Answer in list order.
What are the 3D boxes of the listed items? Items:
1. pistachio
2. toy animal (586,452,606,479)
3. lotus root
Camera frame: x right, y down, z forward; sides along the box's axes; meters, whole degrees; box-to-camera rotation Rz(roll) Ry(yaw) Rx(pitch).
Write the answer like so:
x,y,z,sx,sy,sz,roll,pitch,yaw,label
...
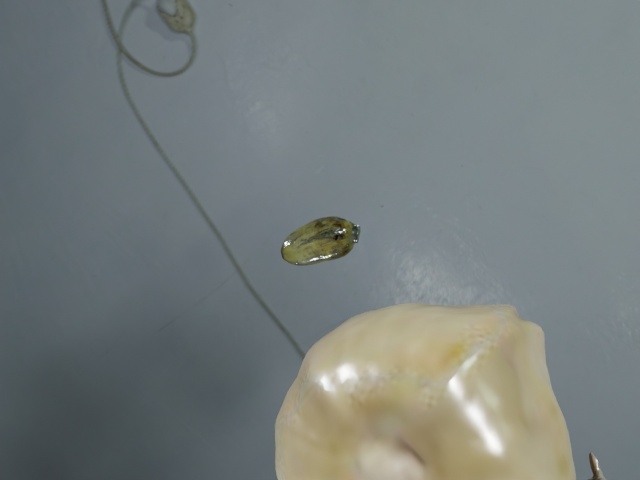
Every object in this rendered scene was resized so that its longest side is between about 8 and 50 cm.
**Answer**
x,y,z,sx,sy,sz,roll,pitch,yaw,label
0.082,0.159,0.522,0.230,0.309,0.230,-5,62,10,pistachio
0.520,0.551,1.443,0.185,0.104,0.184,-18,58,2,toy animal
0.000,0.000,1.459,0.179,0.080,0.089,-15,110,16,lotus root
